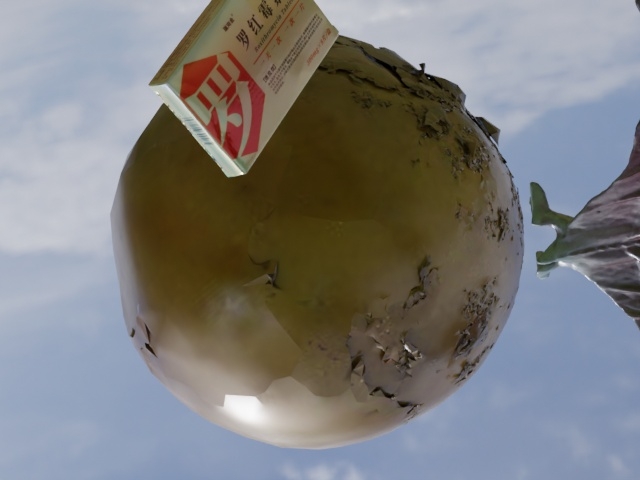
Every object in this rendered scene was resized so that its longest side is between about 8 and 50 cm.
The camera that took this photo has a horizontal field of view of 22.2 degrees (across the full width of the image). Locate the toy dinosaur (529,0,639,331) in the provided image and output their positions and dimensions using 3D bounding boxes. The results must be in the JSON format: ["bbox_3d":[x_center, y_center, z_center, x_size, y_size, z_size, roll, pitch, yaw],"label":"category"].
[{"bbox_3d":[0.145,0.000,0.699,0.108,0.220,0.032,-8,-152,9],"label":"toy dinosaur"}]

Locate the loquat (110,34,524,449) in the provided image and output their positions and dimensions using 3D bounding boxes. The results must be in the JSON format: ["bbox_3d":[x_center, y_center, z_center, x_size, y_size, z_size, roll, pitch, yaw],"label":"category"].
[{"bbox_3d":[0.000,0.000,0.905,0.235,0.235,0.235,-12,-161,4],"label":"loquat"}]

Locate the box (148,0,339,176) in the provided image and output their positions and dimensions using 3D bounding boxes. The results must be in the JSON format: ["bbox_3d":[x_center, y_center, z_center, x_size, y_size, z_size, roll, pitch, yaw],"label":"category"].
[{"bbox_3d":[-0.032,-0.081,0.727,0.015,0.058,0.093,-7,-137,48],"label":"box"}]
